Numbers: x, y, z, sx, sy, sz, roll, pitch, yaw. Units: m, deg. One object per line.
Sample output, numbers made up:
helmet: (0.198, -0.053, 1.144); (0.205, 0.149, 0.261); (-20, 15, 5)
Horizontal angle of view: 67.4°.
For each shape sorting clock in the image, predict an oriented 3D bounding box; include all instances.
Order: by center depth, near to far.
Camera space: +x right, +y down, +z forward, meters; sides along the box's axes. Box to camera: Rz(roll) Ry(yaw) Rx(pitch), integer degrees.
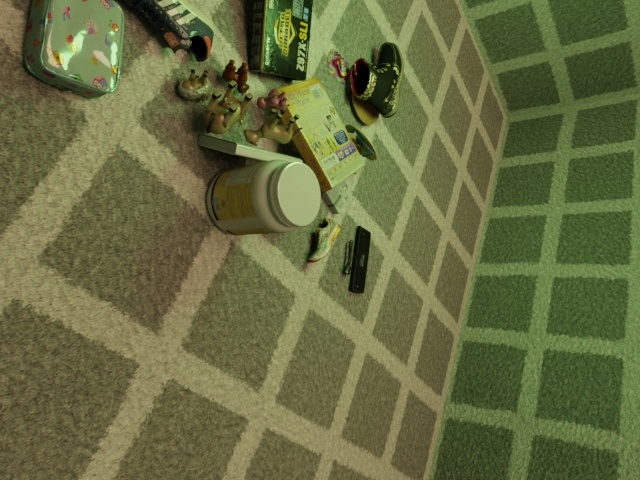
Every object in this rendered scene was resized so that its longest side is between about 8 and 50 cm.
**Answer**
shape sorting clock: (0.187, -0.449, 2.196); (0.040, 0.206, 0.206); (-47, 128, -7)

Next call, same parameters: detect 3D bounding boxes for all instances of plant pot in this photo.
plant pot: (0.218, -0.687, 2.369); (0.236, 0.032, 0.236); (5, 84, -50)

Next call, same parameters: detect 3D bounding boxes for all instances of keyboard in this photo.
keyboard: (0.171, 0.086, 2.274); (0.201, 0.033, 0.317); (27, 67, -54)

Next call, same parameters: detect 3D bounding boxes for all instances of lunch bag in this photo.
lunch bag: (-0.632, -0.520, 1.257); (0.224, 0.107, 0.279); (12, 80, -55)

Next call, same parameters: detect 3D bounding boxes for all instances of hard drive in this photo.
hard drive: (-0.236, -0.305, 1.659); (0.307, 0.203, 0.040); (4, 104, -51)

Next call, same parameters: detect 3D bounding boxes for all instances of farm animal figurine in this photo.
farm animal figurine: (-0.271, -0.430, 1.622); (0.330, 0.172, 0.326); (48, 44, 10)

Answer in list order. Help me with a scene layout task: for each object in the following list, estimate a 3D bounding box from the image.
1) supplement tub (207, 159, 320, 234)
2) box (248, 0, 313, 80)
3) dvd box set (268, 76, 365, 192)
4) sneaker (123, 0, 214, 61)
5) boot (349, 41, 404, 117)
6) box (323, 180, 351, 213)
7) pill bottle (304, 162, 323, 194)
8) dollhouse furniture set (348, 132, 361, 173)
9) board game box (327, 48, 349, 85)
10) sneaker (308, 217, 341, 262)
supplement tub: (-0.190, -0.140, 1.604); (0.241, 0.331, 0.241); (3, 86, -51)
box: (-0.148, -0.792, 1.833); (0.257, 0.079, 0.322); (-11, 111, -52)
dvd box set: (-0.003, -0.428, 1.910); (0.420, 0.062, 0.307); (59, 39, -9)
sneaker: (-0.463, -0.660, 1.451); (0.350, 0.131, 0.148); (13, 74, -50)
boot: (0.271, -0.811, 2.316); (0.284, 0.138, 0.378); (7, 88, -50)
box: (0.060, -0.234, 2.146); (0.186, 0.038, 0.145); (58, 48, -33)
pill bottle: (-0.078, -0.191, 1.885); (0.265, 0.153, 0.153); (-56, 128, -37)
dollhouse furniture set: (0.104, -0.389, 2.126); (0.151, 0.144, 0.123); (82, 17, -75)
board game box: (0.096, -0.805, 2.223); (0.168, 0.033, 0.133); (23, 71, -48)
sneaker: (0.000, 0.000, 2.042); (0.092, 0.088, 0.225); (39, 57, -19)
